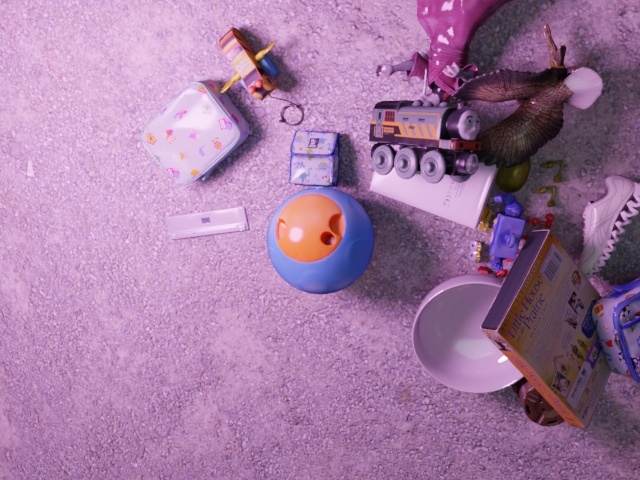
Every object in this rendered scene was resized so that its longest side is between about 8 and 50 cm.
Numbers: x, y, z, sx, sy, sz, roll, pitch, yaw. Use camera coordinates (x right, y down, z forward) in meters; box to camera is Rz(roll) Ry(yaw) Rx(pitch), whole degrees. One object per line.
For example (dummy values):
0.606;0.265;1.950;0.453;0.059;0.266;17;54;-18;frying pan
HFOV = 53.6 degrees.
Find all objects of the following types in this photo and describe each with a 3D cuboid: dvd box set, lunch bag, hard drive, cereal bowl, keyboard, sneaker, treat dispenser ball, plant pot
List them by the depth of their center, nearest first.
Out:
0.592;0.223;1.574;0.420;0.062;0.308;44;66;-24;dvd box set
0.838;0.202;1.595;0.303;0.115;0.243;-24;102;-14;lunch bag
0.721;-0.031;1.634;0.118;0.110;0.292;30;102;14;sneaker
0.299;-0.178;1.673;0.307;0.040;0.203;23;109;22;hard drive
0.000;0.000;1.697;0.288;0.288;0.288;3;105;12;treat dispenser ball
0.610;0.410;1.731;0.167;0.165;0.167;3;104;12;plant pot
0.424;0.238;1.732;0.339;0.141;0.339;5;111;12;cereal bowl
-0.015;-0.226;1.748;0.128;0.096;0.151;5;91;14;lunch bag
-0.352;-0.297;1.785;0.279;0.108;0.224;-36;101;24;lunch bag
-0.342;-0.051;1.905;0.256;0.014;0.072;-7;97;14;keyboard

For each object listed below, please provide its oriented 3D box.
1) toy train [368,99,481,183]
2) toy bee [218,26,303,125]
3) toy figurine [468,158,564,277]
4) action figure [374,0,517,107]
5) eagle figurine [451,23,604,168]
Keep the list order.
0.247;-0.244;1.544;0.334;0.142;0.190;17;109;52;toy train
-0.167;-0.446;1.686;0.298;0.162;0.195;32;108;4;toy bee
0.505;-0.043;1.611;0.191;0.217;0.363;15;107;8;toy figurine
0.318;-0.483;1.592;0.248;0.275;0.370;33;132;35;action figure
0.491;-0.335;1.526;0.298;0.225;0.226;-36;77;-18;eagle figurine
